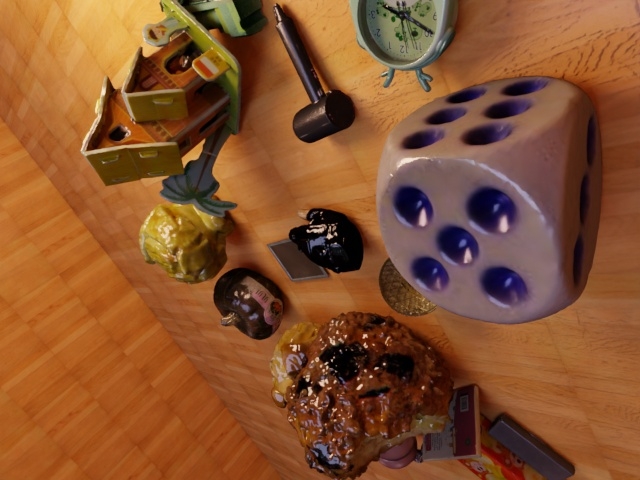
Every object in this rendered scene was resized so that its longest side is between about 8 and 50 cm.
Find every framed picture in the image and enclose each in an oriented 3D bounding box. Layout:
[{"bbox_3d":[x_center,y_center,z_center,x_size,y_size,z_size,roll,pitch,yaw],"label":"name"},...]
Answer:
[{"bbox_3d":[-0.066,0.053,1.265,0.183,0.011,0.141,-14,114,52],"label":"framed picture"}]

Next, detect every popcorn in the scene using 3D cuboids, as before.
[{"bbox_3d":[-0.377,-0.002,1.323,0.226,0.276,0.276,10,132,35],"label":"popcorn"},{"bbox_3d":[-0.029,0.398,1.345,0.265,0.225,0.332,43,122,28],"label":"popcorn"}]

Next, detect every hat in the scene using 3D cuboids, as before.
[{"bbox_3d":[0.205,0.088,0.976,0.146,0.067,0.145,-1,89,24],"label":"hat"}]

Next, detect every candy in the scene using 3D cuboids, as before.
[{"bbox_3d":[0.464,0.573,1.162,0.276,0.088,0.146,36,143,16],"label":"candy"}]

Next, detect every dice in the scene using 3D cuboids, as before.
[{"bbox_3d":[0.233,-0.061,0.617,0.243,0.259,0.251,7,129,41],"label":"dice"}]

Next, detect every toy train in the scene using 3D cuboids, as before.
[{"bbox_3d":[-0.205,-0.448,0.846,0.200,0.083,0.132,17,142,40],"label":"toy train"}]

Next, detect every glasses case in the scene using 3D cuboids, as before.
[{"bbox_3d":[0.505,0.500,1.084,0.191,0.042,0.072,36,137,14],"label":"glasses case"}]

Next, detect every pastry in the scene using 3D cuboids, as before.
[{"bbox_3d":[0.103,0.350,1.091,0.337,0.406,0.292,60,174,33],"label":"pastry"}]

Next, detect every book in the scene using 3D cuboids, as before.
[{"bbox_3d":[0.330,0.473,1.151,0.022,0.162,0.232,18,148,-12],"label":"book"}]

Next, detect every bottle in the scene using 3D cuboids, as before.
[{"bbox_3d":[0.214,0.557,1.342,0.207,0.173,0.296,-3,124,25],"label":"bottle"}]

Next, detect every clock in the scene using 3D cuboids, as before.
[{"bbox_3d":[0.120,-0.320,0.643,0.160,0.066,0.210,21,139,32],"label":"clock"}]

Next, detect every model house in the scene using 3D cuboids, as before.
[{"bbox_3d":[-0.299,-0.214,0.915,0.340,0.323,0.300,45,163,1],"label":"model house"}]

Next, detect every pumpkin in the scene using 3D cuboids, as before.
[{"bbox_3d":[-0.244,0.214,1.460,0.260,0.189,0.260,29,142,26],"label":"pumpkin"}]

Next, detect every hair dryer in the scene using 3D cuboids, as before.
[{"bbox_3d":[-0.039,-0.305,0.831,0.114,0.071,0.247,-11,113,51],"label":"hair dryer"}]

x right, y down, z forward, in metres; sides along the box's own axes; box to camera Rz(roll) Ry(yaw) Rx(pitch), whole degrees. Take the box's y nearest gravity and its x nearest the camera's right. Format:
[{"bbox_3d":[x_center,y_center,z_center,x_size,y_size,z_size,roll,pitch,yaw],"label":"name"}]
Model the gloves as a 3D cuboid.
[{"bbox_3d":[0.000,0.000,1.063,0.204,0.124,0.164,-7,101,41],"label":"gloves"}]
